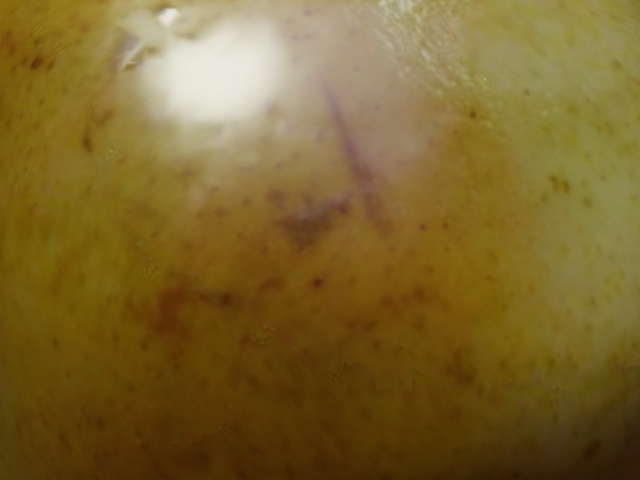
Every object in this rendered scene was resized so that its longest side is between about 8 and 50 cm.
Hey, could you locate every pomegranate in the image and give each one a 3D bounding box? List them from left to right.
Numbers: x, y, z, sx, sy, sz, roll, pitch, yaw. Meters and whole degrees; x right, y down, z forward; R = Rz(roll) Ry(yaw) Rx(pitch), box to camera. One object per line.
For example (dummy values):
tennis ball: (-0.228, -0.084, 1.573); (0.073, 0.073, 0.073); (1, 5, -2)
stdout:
pomegranate: (0.000, 0.000, 0.562); (0.417, 0.416, 0.416); (8, 33, -5)
